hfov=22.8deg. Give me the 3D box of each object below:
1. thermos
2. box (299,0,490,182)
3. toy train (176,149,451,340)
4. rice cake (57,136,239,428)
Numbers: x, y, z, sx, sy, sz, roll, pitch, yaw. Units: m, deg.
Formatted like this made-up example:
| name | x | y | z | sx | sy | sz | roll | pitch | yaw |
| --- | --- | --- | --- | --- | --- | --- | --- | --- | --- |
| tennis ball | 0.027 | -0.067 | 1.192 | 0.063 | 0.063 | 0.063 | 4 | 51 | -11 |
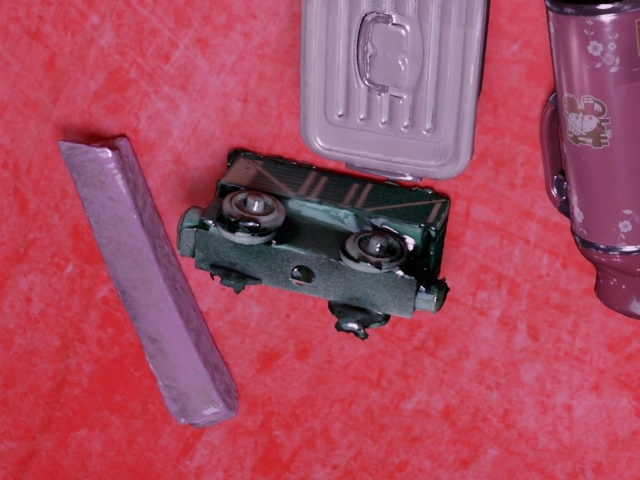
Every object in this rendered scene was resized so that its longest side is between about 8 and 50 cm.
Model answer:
| name | x | y | z | sx | sy | sz | roll | pitch | yaw |
| --- | --- | --- | --- | --- | --- | --- | --- | --- | --- |
| thermos | 0.258 | -0.075 | 1.421 | 0.136 | 0.109 | 0.330 | -1 | 118 | 19 |
| box | 0.076 | -0.189 | 1.403 | 0.163 | 0.135 | 0.243 | 9 | 122 | 15 |
| toy train | 0.000 | 0.000 | 1.524 | 0.269 | 0.154 | 0.115 | 13 | 123 | 12 |
| rice cake | -0.178 | 0.043 | 1.667 | 0.073 | 0.056 | 0.365 | -11 | 114 | 24 |
